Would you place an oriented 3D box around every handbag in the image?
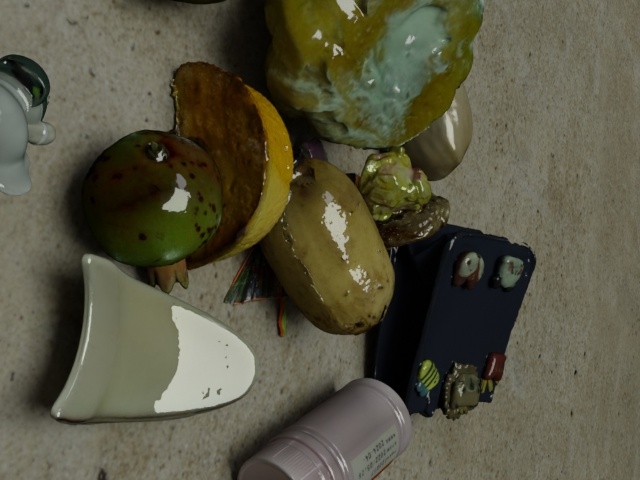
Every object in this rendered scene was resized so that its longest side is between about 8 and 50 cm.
[{"bbox_3d":[0.225,0.139,1.404,0.303,0.121,0.329,8,93,-50],"label":"handbag"}]

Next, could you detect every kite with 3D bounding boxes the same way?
[{"bbox_3d":[-0.048,0.046,1.198,0.241,0.014,0.184,3,85,-52],"label":"kite"}]

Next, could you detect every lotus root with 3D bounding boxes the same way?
[{"bbox_3d":[0.000,0.000,1.139,0.284,0.146,0.160,63,36,-21],"label":"lotus root"}]

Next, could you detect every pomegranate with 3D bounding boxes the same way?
[{"bbox_3d":[-0.184,-0.029,0.947,0.159,0.159,0.205,-46,148,-42],"label":"pomegranate"}]

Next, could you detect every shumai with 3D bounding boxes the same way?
[{"bbox_3d":[0.115,-0.040,1.252,0.105,0.123,0.139,43,76,-29],"label":"shumai"}]

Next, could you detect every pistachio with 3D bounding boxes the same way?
[{"bbox_3d":[0.178,-0.216,1.404,0.153,0.137,0.238,0,85,-16],"label":"pistachio"}]

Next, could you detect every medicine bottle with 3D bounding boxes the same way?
[{"bbox_3d":[0.011,0.296,1.155,0.249,0.133,0.133,-25,106,-50],"label":"medicine bottle"}]

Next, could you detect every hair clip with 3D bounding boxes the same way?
[{"bbox_3d":[-0.189,0.131,0.955,0.282,0.113,0.173,20,71,-43],"label":"hair clip"}]

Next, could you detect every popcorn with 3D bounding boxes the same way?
[{"bbox_3d":[0.098,-0.076,1.176,0.109,0.097,0.089,2,56,-48],"label":"popcorn"}]

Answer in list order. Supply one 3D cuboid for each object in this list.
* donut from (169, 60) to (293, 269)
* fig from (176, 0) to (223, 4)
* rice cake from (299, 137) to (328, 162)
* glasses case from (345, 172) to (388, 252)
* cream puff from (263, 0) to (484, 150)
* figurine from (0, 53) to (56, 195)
[{"bbox_3d":[-0.102,-0.094,1.035,0.101,0.152,0.259,6,82,-51],"label":"donut"},{"bbox_3d":[-0.151,-0.385,0.996,0.181,0.181,0.191,26,44,-47],"label":"fig"},{"bbox_3d":[0.002,-0.051,1.247,0.047,0.036,0.207,-20,101,-64],"label":"rice cake"},{"bbox_3d":[0.098,-0.031,1.354,0.218,0.049,0.075,31,63,-45],"label":"glasses case"},{"bbox_3d":[0.054,-0.320,1.184,0.378,0.275,0.378,-26,136,-28],"label":"cream puff"},{"bbox_3d":[-0.319,-0.111,0.786,0.147,0.126,0.192,52,17,-20],"label":"figurine"}]
